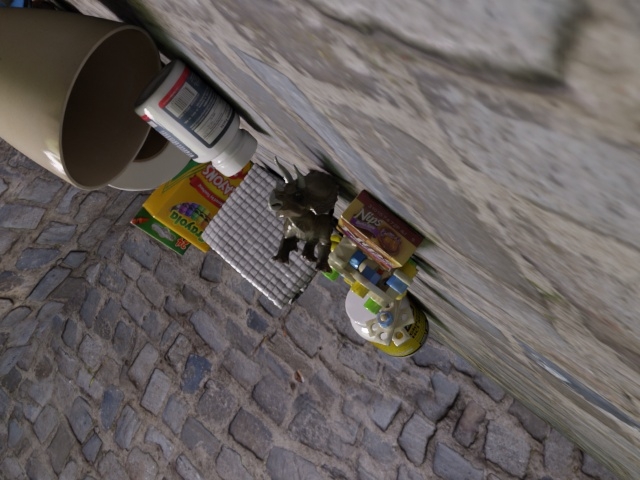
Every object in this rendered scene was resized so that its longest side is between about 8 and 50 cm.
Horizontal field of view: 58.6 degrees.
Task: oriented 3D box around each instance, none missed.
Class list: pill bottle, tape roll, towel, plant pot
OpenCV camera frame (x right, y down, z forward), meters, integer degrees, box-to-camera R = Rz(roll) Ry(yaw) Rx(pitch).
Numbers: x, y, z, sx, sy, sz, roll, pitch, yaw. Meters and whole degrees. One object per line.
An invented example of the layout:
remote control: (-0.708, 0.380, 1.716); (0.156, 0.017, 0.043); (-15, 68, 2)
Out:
pill bottle: (-0.192, -0.188, 0.907); (0.180, 0.108, 0.108); (41, 176, -31)
tape roll: (-0.382, -0.239, 1.116); (0.169, 0.246, 0.246); (36, 176, 46)
towel: (-0.105, -0.010, 1.349); (0.284, 0.235, 0.121); (39, -179, 13)
plant pot: (-0.431, -0.244, 0.869); (0.274, 0.256, 0.256); (22, 175, 6)
pill bottle: (0.204, 0.237, 1.751); (0.188, 0.188, 0.334); (37, 177, 35)

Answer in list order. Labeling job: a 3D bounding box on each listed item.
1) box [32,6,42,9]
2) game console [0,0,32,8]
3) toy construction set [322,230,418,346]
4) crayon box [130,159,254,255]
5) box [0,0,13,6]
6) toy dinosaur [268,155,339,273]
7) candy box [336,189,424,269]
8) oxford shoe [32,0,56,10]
box: (-0.614, -0.461, 1.359); (0.128, 0.122, 0.257); (5, -157, -45)
game console: (-0.806, -0.508, 1.342); (0.293, 0.250, 0.173); (46, 155, 35)
toy construction set: (0.109, 0.079, 1.109); (0.215, 0.151, 0.327); (37, 166, 28)
crayon box: (-0.313, -0.110, 1.494); (0.081, 0.318, 0.202); (36, 176, 44)
box: (-0.527, -0.462, 0.844); (0.203, 0.103, 0.114); (38, 176, 17)
toy dinosaur: (-0.019, -0.045, 0.917); (0.121, 0.160, 0.313); (14, -171, 0)
candy box: (0.081, -0.011, 0.844); (0.109, 0.053, 0.186); (40, 176, 3)
oxford shoe: (-0.759, -0.472, 1.501); (0.133, 0.363, 0.130); (8, 167, 29)
